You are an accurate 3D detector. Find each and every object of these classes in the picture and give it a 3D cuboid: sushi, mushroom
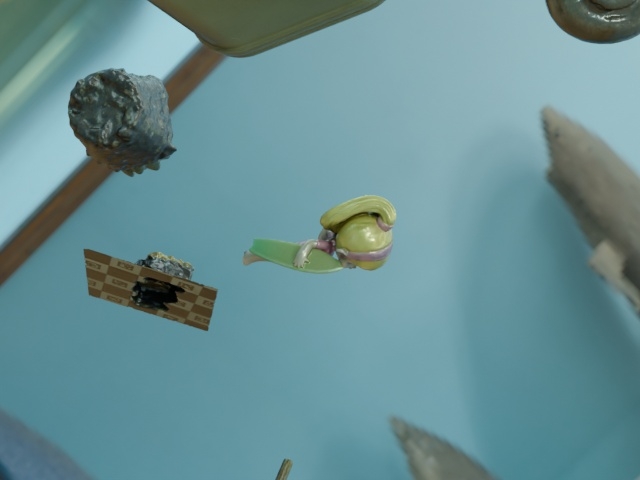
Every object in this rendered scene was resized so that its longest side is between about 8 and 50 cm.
[{"bbox_3d":[-0.238,0.051,2.116,0.192,0.051,0.215,17,-21,-2],"label":"sushi"},{"bbox_3d":[0.427,-0.351,2.212,0.141,0.188,0.117,-94,-178,-73],"label":"mushroom"}]

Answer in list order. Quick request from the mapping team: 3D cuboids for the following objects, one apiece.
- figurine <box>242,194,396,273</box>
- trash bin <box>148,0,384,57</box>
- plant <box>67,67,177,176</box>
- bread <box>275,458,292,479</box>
[{"bbox_3d":[0.000,0.000,1.625,0.083,0.187,0.083,23,63,-59],"label":"figurine"},{"bbox_3d":[-0.071,-0.285,1.408,0.247,0.243,0.121,24,52,-62],"label":"trash bin"},{"bbox_3d":[-0.278,-0.170,2.112,0.194,0.129,0.132,46,34,-76],"label":"plant"},{"bbox_3d":[-0.101,0.384,1.579,0.084,0.344,0.124,29,-30,-13],"label":"bread"}]
